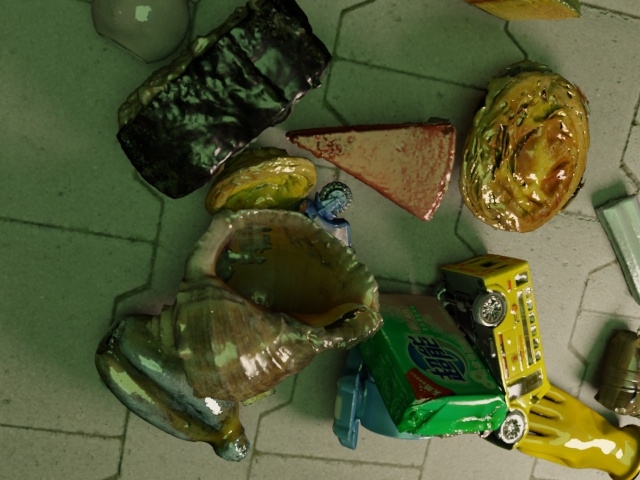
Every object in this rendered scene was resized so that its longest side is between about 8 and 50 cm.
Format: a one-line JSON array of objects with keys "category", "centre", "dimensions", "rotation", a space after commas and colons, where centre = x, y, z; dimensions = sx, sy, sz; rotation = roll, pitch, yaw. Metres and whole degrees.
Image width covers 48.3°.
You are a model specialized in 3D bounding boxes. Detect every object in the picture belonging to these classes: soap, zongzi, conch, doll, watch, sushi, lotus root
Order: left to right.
[{"category": "doll", "centre": [-0.223, -0.408, 1.056], "dimensions": [0.151, 0.151, 0.287], "rotation": [30, 92, -15]}, {"category": "lotus root", "centre": [-0.232, 0.247, 1.204], "dimensions": [0.158, 0.140, 0.322], "rotation": [-37, 112, 17]}, {"category": "sushi", "centre": [-0.154, -0.222, 1.074], "dimensions": [0.350, 0.211, 0.171], "rotation": [-37, 112, 9]}, {"category": "conch", "centre": [-0.093, 0.104, 1.130], "dimensions": [0.352, 0.210, 0.297], "rotation": [4, 73, -24]}, {"category": "watch", "centre": [0.127, 0.279, 1.247], "dimensions": [0.193, 0.211, 0.211], "rotation": [6, 102, 7]}, {"category": "soap", "centre": [0.157, 0.195, 1.152], "dimensions": [0.218, 0.273, 0.098], "rotation": [0, 122, -19]}, {"category": "zongzi", "centre": [0.629, 0.256, 1.405], "dimensions": [0.178, 0.081, 0.189], "rotation": [21, 84, -35]}]

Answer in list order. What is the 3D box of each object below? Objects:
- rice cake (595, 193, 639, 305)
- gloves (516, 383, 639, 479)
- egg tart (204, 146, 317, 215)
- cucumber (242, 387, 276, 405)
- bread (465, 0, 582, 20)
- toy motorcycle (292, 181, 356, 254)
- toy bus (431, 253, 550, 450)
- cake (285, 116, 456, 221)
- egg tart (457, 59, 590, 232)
[{"category": "rice cake", "centre": [0.597, 0.015, 1.346], "dimensions": [0.080, 0.042, 0.222], "rotation": [-30, 105, -1]}, {"category": "gloves", "centre": [0.472, 0.364, 1.388], "dimensions": [0.294, 0.116, 0.133], "rotation": [22, 71, -5]}, {"category": "egg tart", "centre": [-0.102, -0.095, 1.150], "dimensions": [0.191, 0.191, 0.074], "rotation": [-21, 71, -5]}, {"category": "cucumber", "centre": [-0.131, 0.235, 1.271], "dimensions": [0.067, 0.035, 0.107], "rotation": [-26, 101, 8]}, {"category": "bread", "centre": [0.307, -0.436, 1.078], "dimensions": [0.167, 0.264, 0.163], "rotation": [21, 100, -20]}, {"category": "toy motorcycle", "centre": [0.000, 0.000, 1.219], "dimensions": [0.114, 0.076, 0.205], "rotation": [-2, 108, -5]}, {"category": "toy bus", "centre": [0.314, 0.197, 1.282], "dimensions": [0.152, 0.144, 0.330], "rotation": [-18, 104, -24]}, {"category": "cake", "centre": [0.076, -0.113, 1.166], "dimensions": [0.262, 0.158, 0.160], "rotation": [-5, 103, -7]}, {"category": "egg tart", "centre": [0.338, -0.159, 1.225], "dimensions": [0.297, 0.132, 0.297], "rotation": [-5, 103, -24]}]
